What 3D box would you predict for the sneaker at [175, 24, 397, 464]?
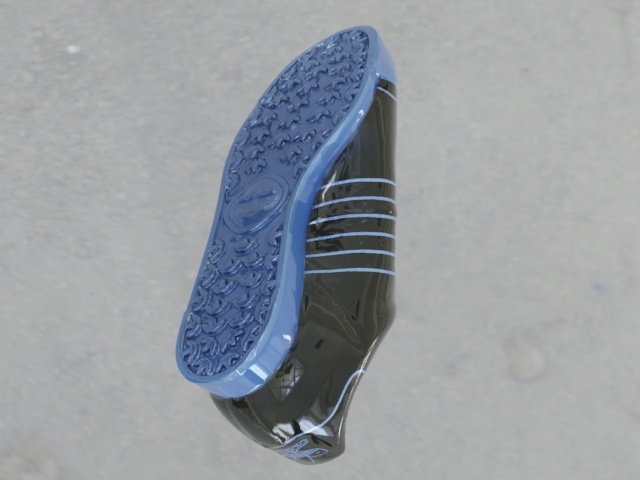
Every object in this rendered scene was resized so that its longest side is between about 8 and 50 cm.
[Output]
[{"bbox_3d":[0.000,0.000,0.772,0.090,0.081,0.232,48,47,-36],"label":"sneaker"}]
